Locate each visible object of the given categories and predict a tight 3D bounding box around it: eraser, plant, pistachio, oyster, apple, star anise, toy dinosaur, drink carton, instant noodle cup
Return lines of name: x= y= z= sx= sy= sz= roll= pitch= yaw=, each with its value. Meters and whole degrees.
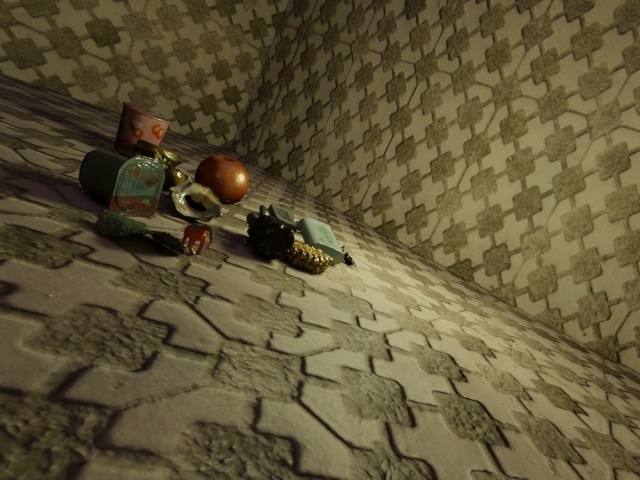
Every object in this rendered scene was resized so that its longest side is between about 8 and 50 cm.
eraser: x=0.000 y=0.000 z=1.944 sx=0.173 sy=0.081 sz=0.227 roll=19 pitch=24 yaw=-26
plant: x=-0.205 y=-0.030 z=1.624 sx=0.149 sy=0.146 sz=0.274 roll=41 pitch=-1 yaw=-33
pistachio: x=-0.618 y=-0.252 z=1.876 sx=0.110 sy=0.100 sz=0.189 roll=47 pitch=-8 yaw=-11
eraser: x=-0.191 y=-0.100 z=2.124 sx=0.111 sy=0.078 sz=0.352 roll=21 pitch=11 yaw=-17
oyster: x=-0.476 y=-0.146 z=1.674 sx=0.275 sy=0.100 sz=0.271 roll=40 pitch=16 yaw=11
apple: x=-0.470 y=-0.300 z=2.125 sx=0.251 sy=0.207 sz=0.272 roll=17 pitch=15 yaw=-22
star anise: x=0.066 y=0.049 z=2.051 sx=0.156 sy=0.054 sz=0.213 roll=5 pitch=38 yaw=-25
toy dinosaur: x=-0.359 y=-0.008 z=1.281 sx=0.055 sy=0.102 sz=0.279 roll=2 pitch=12 yaw=-37
drink carton: x=-0.620 y=-0.192 z=1.384 sx=0.189 sy=0.191 sz=0.185 roll=23 pitch=11 yaw=26
instant noodle cup: x=-0.900 y=-0.535 z=2.210 sx=0.242 sy=0.232 sz=0.243 roll=24 pitch=10 yaw=-5

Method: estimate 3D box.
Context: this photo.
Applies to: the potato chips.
potato chips: x=-0.479 y=-0.021 z=1.195 sx=0.228 sy=0.059 sz=0.167 roll=18 pitch=3 yaw=-33

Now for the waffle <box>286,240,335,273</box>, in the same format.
waffle: x=-0.057 y=0.061 z=1.704 sx=0.197 sy=0.070 sz=0.193 roll=27 pitch=11 yaw=23

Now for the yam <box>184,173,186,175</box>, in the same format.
yam: x=-0.675 y=-0.314 z=2.218 sx=0.021 sy=0.021 sz=0.116 roll=20 pitch=11 yaw=-23

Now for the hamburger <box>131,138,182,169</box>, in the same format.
hamburger: x=-0.783 y=-0.390 z=2.086 sx=0.215 sy=0.122 sz=0.189 roll=25 pitch=4 yaw=19

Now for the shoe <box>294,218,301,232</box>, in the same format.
shoe: x=-0.093 y=-0.064 z=2.218 sx=0.142 sy=0.064 sz=0.071 roll=17 pitch=24 yaw=-51
